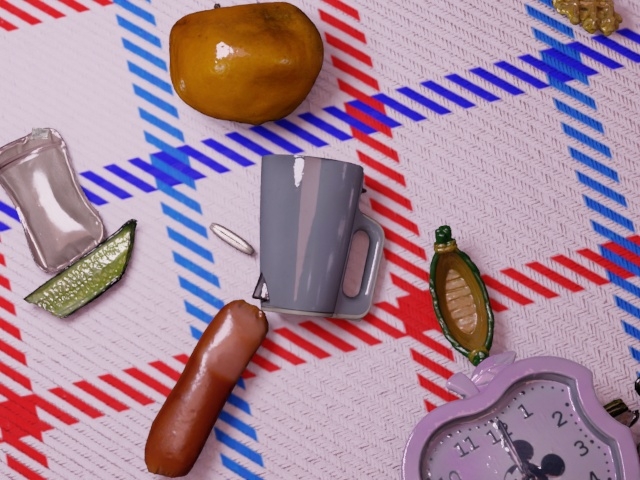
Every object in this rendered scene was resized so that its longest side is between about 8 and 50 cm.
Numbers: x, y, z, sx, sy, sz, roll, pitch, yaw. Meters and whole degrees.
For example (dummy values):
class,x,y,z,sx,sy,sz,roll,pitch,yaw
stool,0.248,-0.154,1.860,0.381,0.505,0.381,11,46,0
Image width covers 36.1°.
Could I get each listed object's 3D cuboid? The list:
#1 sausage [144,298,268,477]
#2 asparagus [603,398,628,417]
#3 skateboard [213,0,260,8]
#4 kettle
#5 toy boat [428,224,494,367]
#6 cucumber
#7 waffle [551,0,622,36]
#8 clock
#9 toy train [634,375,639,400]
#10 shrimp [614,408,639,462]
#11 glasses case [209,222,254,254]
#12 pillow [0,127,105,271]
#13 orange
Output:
class,x,y,z,sx,sy,sz,roll,pitch,yaw
sausage,-0.179,0.230,1.527,0.089,0.083,0.300,29,82,3
asparagus,0.370,0.306,1.520,0.232,0.022,0.023,-27,126,-4
skateboard,-0.138,-0.386,1.627,0.083,0.064,0.032,-30,68,-12
kettle,0.000,0.000,1.535,0.210,0.160,0.243,6,88,-26
toy boat,0.217,0.090,1.524,0.088,0.088,0.230,-17,82,1
cucumber,-0.365,0.055,1.580,0.220,0.046,0.070,-37,84,-1
waffle,0.459,-0.431,1.607,0.149,0.051,0.194,38,80,7
clock,0.287,0.333,1.420,0.338,0.102,0.339,-2,66,5
toy train,0.553,0.197,1.504,0.111,0.071,0.171,22,87,0
shrimp,0.480,0.299,1.473,0.126,0.047,0.224,25,108,15
glasses case,-0.142,-0.003,1.582,0.083,0.032,0.021,33,88,6
pillow,-0.444,-0.070,1.603,0.130,0.038,0.233,-28,82,-5
orange,-0.115,-0.270,1.529,0.248,0.249,0.183,-9,98,1
